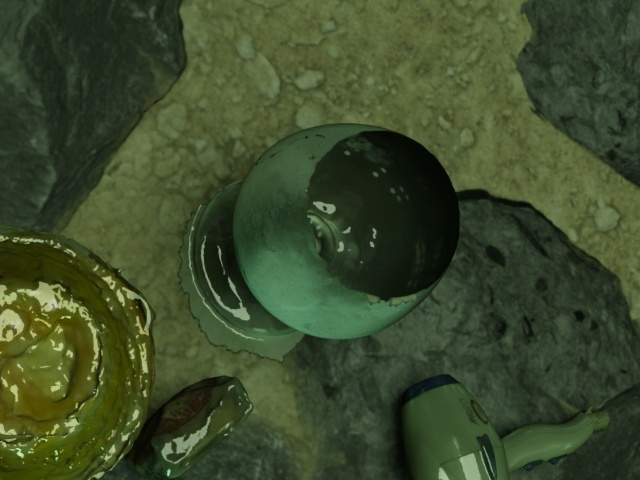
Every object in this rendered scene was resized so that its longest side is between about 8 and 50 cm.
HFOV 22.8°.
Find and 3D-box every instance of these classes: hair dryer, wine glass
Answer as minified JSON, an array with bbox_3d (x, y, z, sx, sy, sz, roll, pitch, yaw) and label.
[{"bbox_3d":[0.234,0.310,1.830,0.298,0.119,0.296,12,59,-26],"label":"hair dryer"},{"bbox_3d":[0.000,0.000,1.677,0.238,0.323,0.238,4,79,-21],"label":"wine glass"}]

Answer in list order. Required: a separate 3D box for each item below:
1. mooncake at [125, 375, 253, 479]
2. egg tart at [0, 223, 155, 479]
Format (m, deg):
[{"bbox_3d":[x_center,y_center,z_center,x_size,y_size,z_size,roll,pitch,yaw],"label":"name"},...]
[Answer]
[{"bbox_3d":[-0.143,0.201,1.689,0.130,0.125,0.073,-42,89,-26],"label":"mooncake"},{"bbox_3d":[-0.309,0.123,1.616,0.315,0.120,0.315,4,78,-17],"label":"egg tart"}]
